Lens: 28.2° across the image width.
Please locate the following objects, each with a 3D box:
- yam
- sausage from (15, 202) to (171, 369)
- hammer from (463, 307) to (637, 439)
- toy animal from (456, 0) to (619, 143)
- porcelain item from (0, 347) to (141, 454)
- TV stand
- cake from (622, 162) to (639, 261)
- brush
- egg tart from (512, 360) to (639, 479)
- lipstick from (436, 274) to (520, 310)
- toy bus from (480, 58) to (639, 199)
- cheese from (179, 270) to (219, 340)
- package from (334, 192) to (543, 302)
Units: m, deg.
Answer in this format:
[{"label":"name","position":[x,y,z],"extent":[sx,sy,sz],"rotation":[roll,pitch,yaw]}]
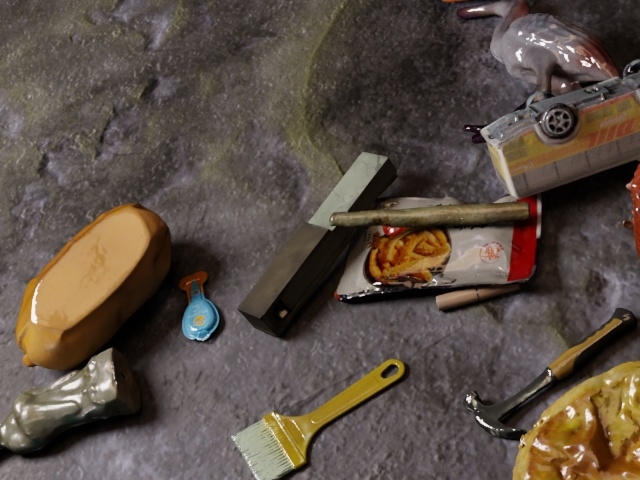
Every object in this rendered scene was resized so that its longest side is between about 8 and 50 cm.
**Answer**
[{"label":"yam","position":[0.125,-0.030,1.473],"extent":[0.234,0.027,0.029],"rotation":[-2,80,11]},{"label":"sausage","position":[-0.276,0.058,1.547],"extent":[0.120,0.136,0.241],"rotation":[38,67,10]},{"label":"hammer","position":[0.249,0.138,1.329],"extent":[0.201,0.021,0.078],"rotation":[-34,47,-7]},{"label":"toy animal","position":[0.267,-0.237,1.604],"extent":[0.195,0.090,0.324],"rotation":[-19,44,19]},{"label":"porcelain item","position":[-0.320,0.201,1.489],"extent":[0.215,0.069,0.081],"rotation":[-24,50,8]},{"label":"TV stand","position":[0.000,0.000,1.523],"extent":[0.049,0.040,0.256],"rotation":[16,62,47]},{"label":"cake","position":[0.450,-0.038,1.291],"extent":[0.283,0.151,0.177],"rotation":[3,64,18]},{"label":"brush","position":[0.006,0.189,1.395],"extent":[0.205,0.011,0.083],"rotation":[-32,45,-7]},{"label":"egg tart","position":[0.296,0.216,1.170],"extent":[0.241,0.106,0.241],"rotation":[-21,34,15]},{"label":"lipstick","position":[0.176,0.059,1.431],"extent":[0.094,0.019,0.019],"rotation":[-16,46,9]},{"label":"toy bus","position":[0.324,-0.134,1.464],"extent":[0.268,0.106,0.092],"rotation":[-19,20,-1]},{"label":"cheese","position":[-0.149,0.080,1.550],"extent":[0.047,0.017,0.111],"rotation":[-18,46,3]},{"label":"package","position":[0.139,0.003,1.488],"extent":[0.239,0.030,0.154],"rotation":[-4,48,21]}]
